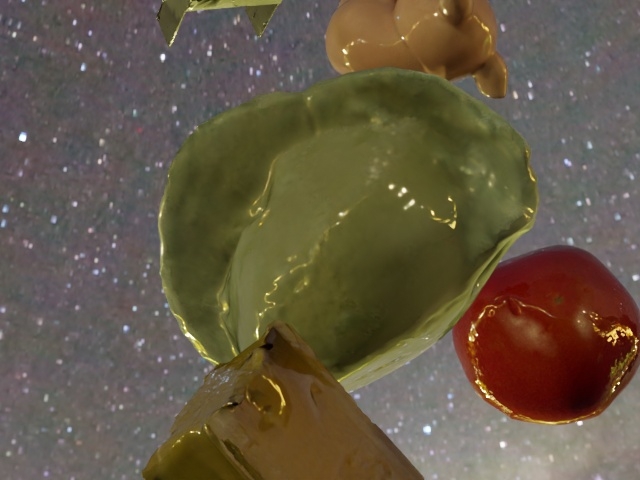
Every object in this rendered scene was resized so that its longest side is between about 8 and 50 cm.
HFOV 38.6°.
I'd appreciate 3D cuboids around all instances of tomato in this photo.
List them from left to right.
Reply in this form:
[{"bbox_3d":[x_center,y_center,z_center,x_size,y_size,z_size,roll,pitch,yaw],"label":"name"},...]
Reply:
[{"bbox_3d":[0.358,0.137,1.437,0.299,0.298,0.226,-10,-30,6],"label":"tomato"}]

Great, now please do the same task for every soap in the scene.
[{"bbox_3d":[0.010,0.173,0.562,0.076,0.135,0.233,-34,-80,26],"label":"soap"}]

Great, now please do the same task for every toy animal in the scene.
[{"bbox_3d":[0.118,-0.268,1.212,0.250,0.154,0.166,2,-20,41],"label":"toy animal"}]

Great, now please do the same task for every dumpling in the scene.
[{"bbox_3d":[0.021,0.018,0.759,0.320,0.212,0.270,-42,-53,-1],"label":"dumpling"}]

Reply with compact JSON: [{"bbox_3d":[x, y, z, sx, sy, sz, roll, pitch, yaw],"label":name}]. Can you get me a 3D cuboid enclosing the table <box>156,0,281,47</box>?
[{"bbox_3d":[-0.123,-0.340,1.215,0.146,0.062,0.175,-15,-19,-32],"label":"table"}]
